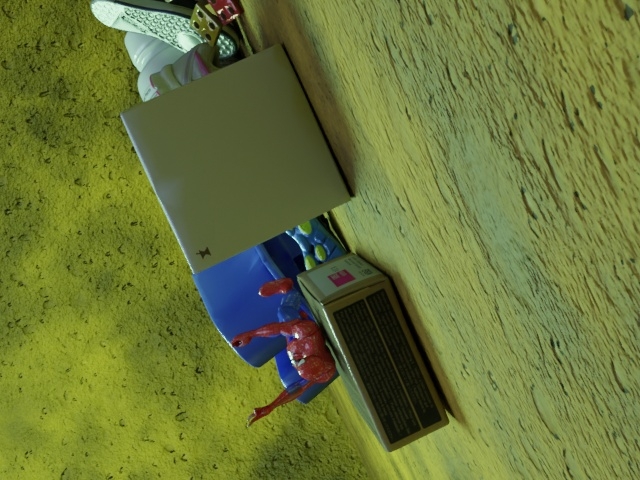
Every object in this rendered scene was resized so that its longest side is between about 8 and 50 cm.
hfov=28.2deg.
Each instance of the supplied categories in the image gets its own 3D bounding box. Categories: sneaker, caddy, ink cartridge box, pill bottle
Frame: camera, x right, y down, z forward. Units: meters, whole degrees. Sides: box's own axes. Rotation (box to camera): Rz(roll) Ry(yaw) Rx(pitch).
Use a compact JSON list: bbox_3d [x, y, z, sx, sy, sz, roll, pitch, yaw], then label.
[{"bbox_3d":[-0.106,-0.172,1.707,0.252,0.111,0.103,42,-174,0],"label":"sneaker"},{"bbox_3d":[-0.049,0.085,1.960,0.241,0.179,0.341,41,-172,-33],"label":"caddy"},{"bbox_3d":[0.059,0.128,1.538,0.234,0.088,0.193,-137,24,-79],"label":"ink cartridge box"},{"bbox_3d":[0.000,0.000,1.732,0.188,0.067,0.078,54,-155,16],"label":"sneaker"},{"bbox_3d":[-0.192,-0.356,1.815,0.226,0.163,0.086,21,149,13],"label":"sneaker"},{"bbox_3d":[-0.174,-0.203,1.891,0.160,0.160,0.283,87,158,-76],"label":"pill bottle"}]

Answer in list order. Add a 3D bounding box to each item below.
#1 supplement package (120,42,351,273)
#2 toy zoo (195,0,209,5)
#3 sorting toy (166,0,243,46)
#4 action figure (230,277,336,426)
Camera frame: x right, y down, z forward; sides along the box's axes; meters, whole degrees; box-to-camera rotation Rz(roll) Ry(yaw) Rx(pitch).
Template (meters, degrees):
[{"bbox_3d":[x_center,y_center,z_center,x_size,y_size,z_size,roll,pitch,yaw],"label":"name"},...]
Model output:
[{"bbox_3d":[-0.105,-0.094,1.523,0.262,0.198,0.199,-167,52,-84],"label":"supplement package"},{"bbox_3d":[-0.252,-0.494,2.014,0.192,0.030,0.293,68,173,-32],"label":"toy zoo"},{"bbox_3d":[-0.207,-0.365,1.623,0.132,0.046,0.275,-13,113,57],"label":"sorting toy"},{"bbox_3d":[-0.061,0.135,1.593,0.092,0.139,0.280,65,174,-15],"label":"action figure"}]
